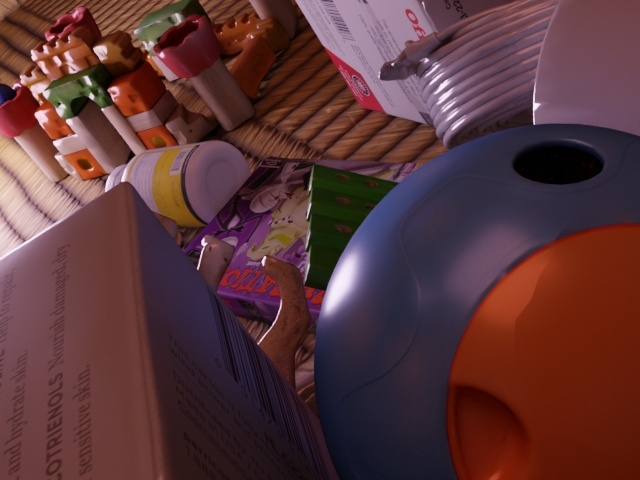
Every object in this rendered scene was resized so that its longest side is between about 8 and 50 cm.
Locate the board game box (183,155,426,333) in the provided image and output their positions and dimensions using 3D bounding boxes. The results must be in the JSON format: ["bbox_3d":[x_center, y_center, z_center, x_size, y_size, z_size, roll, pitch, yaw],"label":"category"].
[{"bbox_3d":[0.000,0.000,1.124,0.347,0.056,0.208,7,54,48],"label":"board game box"}]

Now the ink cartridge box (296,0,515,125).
[{"bbox_3d":[0.109,-0.233,1.189,0.114,0.197,0.273,-43,31,-13],"label":"ink cartridge box"}]

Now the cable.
[{"bbox_3d":[0.216,-0.157,0.963,0.257,0.089,0.257,-20,-8,39],"label":"cable"}]

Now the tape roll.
[{"bbox_3d":[0.296,-0.098,0.773,0.169,0.246,0.246,10,53,51],"label":"tape roll"}]

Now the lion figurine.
[{"bbox_3d":[-0.100,0.121,0.957,0.392,0.142,0.240,18,84,46],"label":"lion figurine"}]

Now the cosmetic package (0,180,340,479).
[{"bbox_3d":[-0.180,0.245,0.680,0.394,0.329,0.327,-33,31,6],"label":"cosmetic package"}]

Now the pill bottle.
[{"bbox_3d":[-0.180,-0.065,1.332,0.184,0.103,0.103,-3,44,43],"label":"pill bottle"}]

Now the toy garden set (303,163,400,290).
[{"bbox_3d":[0.086,0.016,0.895,0.204,0.049,0.244,12,21,-4],"label":"toy garden set"}]

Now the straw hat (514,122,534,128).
[{"bbox_3d":[0.199,-0.028,0.943,0.144,0.144,0.061,-62,-1,-38],"label":"straw hat"}]

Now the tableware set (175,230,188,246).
[{"bbox_3d":[-0.228,0.056,1.295,0.141,0.020,0.168,-19,35,28],"label":"tableware set"}]

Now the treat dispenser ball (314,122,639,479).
[{"bbox_3d":[0.140,0.076,0.639,0.288,0.288,0.288,-25,32,17],"label":"treat dispenser ball"}]

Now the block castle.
[{"bbox_3d":[-0.282,-0.282,1.628,0.453,0.213,0.303,-11,38,34],"label":"block castle"}]
